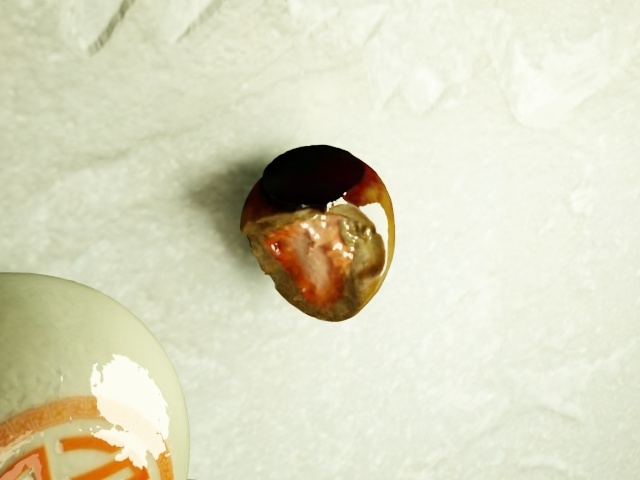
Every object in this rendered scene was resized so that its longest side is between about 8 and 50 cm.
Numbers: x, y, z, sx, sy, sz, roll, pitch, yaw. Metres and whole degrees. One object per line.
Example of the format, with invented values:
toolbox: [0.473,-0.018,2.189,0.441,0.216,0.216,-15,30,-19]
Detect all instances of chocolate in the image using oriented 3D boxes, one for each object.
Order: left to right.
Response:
chocolate: [0.000,0.000,1.095,0.127,0.124,0.133,-25,136,-35]

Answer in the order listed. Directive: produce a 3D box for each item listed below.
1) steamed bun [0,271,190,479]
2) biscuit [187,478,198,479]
steamed bun: [-0.214,0.168,0.961,0.283,0.177,0.283,-15,116,-34]
biscuit: [-0.144,0.261,1.145,0.140,0.023,0.118,-14,113,-31]
